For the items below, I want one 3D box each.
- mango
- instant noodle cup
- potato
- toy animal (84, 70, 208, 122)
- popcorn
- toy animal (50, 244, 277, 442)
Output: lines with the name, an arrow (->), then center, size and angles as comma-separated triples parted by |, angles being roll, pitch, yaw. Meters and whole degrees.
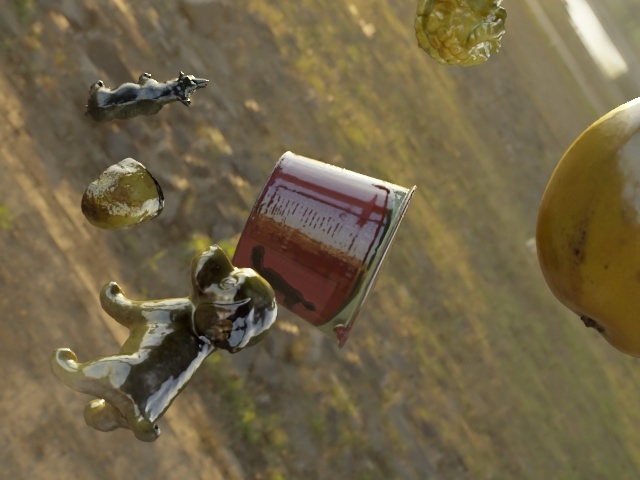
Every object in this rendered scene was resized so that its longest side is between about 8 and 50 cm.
mango -> 0.454, -0.035, 1.479 | 0.232, 0.446, 0.300 | -131, -159, -82
instant noodle cup -> 0.000, 0.000, 1.766 | 0.179, 0.234, 0.235 | 25, 16, 3
potato -> -0.274, -0.049, 1.885 | 0.103, 0.066, 0.096 | -36, 138, -45
toy animal -> -0.185, -0.154, 1.459 | 0.065, 0.136, 0.047 | -144, -134, -74
popcorn -> 0.199, -0.317, 1.959 | 0.162, 0.136, 0.141 | -102, 177, -67
toy animal -> -0.158, 0.101, 1.385 | 0.233, 0.169, 0.121 | -49, 136, -35
